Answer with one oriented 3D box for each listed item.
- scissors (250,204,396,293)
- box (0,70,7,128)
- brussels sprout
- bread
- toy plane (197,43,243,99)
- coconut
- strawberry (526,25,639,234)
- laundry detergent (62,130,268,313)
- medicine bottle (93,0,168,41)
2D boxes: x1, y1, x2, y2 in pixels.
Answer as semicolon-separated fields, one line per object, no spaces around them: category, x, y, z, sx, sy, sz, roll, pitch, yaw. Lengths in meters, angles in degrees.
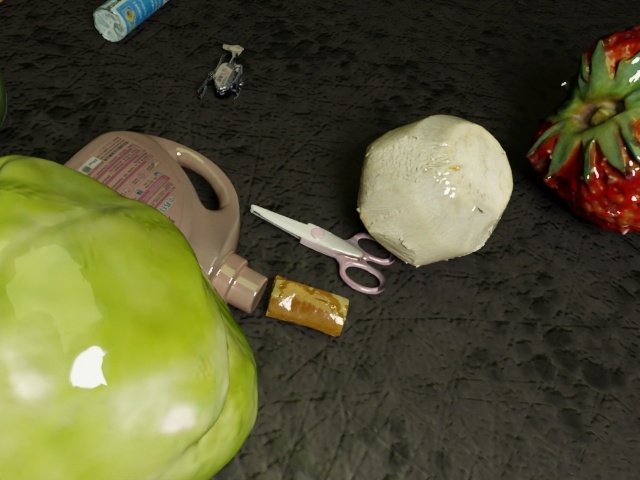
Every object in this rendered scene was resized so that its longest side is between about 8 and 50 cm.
scissors;0.000;0.000;0.686;0.176;0.022;0.085;24;50;1
box;-0.433;-0.151;0.526;0.177;0.253;0.329;-2;38;-5
brussels sprout;-0.192;0.068;0.417;0.316;0.274;0.243;31;93;0
bread;-0.014;0.067;0.623;0.083;0.036;0.047;17;54;1
toy plane;-0.128;-0.231;0.827;0.049;0.031;0.121;12;54;6
coconut;0.118;-0.053;0.677;0.161;0.162;0.161;13;67;-33
strawberry;0.426;-0.125;0.765;0.288;0.250;0.239;16;39;-35
laundry detergent;-0.150;-0.026;0.633;0.237;0.076;0.171;26;51;5
medicine bottle;-0.253;-0.357;0.878;0.051;0.051;0.191;25;51;6
